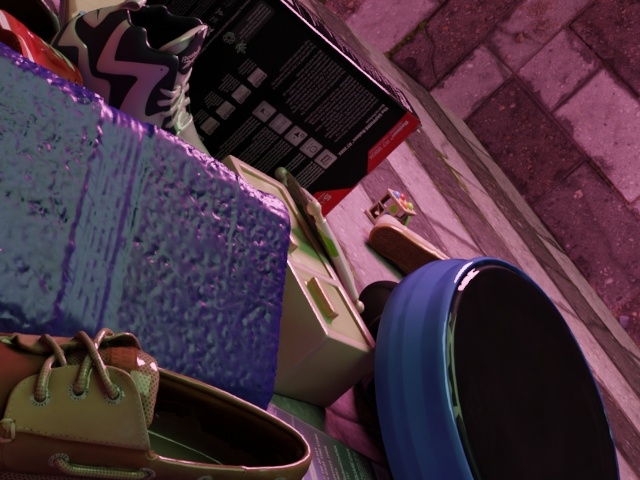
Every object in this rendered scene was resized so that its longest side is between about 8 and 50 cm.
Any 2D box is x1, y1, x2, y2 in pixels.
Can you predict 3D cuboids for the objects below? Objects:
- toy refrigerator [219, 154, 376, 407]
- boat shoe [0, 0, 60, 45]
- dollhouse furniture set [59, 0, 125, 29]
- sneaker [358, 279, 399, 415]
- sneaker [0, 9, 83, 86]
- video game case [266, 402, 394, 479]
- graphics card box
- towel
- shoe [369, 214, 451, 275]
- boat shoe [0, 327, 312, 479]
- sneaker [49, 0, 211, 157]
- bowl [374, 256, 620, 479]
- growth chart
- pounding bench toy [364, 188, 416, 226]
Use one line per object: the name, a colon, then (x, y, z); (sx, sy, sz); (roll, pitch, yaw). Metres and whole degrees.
toy refrigerator: (-0.044, 0.036, 1.053); (0.102, 0.094, 0.269); (28, 25, -48)
boat shoe: (-0.363, -0.277, 1.016); (0.233, 0.084, 0.079); (35, 20, -42)
dollhouse furniture set: (-0.319, -0.344, 1.315); (0.286, 0.198, 0.303); (5, 72, -34)
sneaker: (0.095, 0.140, 1.145); (0.124, 0.107, 0.283); (24, 28, -41)
sneaker: (-0.266, -0.146, 0.950); (0.128, 0.087, 0.221); (26, 28, -47)
video game case: (-0.010, 0.221, 0.833); (0.274, 0.026, 0.196); (35, 21, -33)
graphics card box: (-0.080, -0.186, 1.234); (0.371, 0.233, 0.094); (34, 22, -34)
towel: (-0.163, 0.009, 0.744); (0.308, 0.076, 0.227); (28, 55, -34)
shoe: (0.171, 0.037, 1.599); (0.219, 0.076, 0.058); (41, 23, -12)
boat shoe: (-0.145, 0.101, 0.597); (0.324, 0.116, 0.123); (27, 24, -31)
sneaker: (-0.159, -0.162, 1.063); (0.235, 0.153, 0.094); (54, 35, -19)
bowl: (0.205, 0.197, 1.055); (0.391, 0.077, 0.391); (33, 45, -40)
growth chart: (0.000, 0.000, 1.190); (0.172, 0.021, 0.237); (66, -6, -21)
pounding bench toy: (0.131, -0.038, 1.693); (0.083, 0.065, 0.052); (54, 18, 21)
